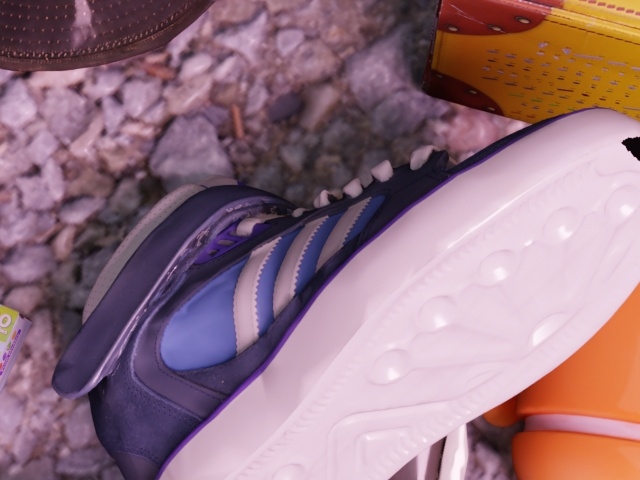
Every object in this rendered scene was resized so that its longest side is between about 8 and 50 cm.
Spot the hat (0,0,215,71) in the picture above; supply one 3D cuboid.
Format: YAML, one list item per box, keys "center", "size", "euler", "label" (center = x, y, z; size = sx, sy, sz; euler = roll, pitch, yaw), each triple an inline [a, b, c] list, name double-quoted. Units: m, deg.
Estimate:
- center: [-0.169, -0.269, 0.771]
  size: [0.331, 0.134, 0.331]
  euler: [0, 91, 6]
  label: "hat"

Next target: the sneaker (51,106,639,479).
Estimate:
- center: [0.000, 0.000, 0.688]
  size: [0.323, 0.130, 0.236]
  euler: [-43, 43, 12]
  label: "sneaker"

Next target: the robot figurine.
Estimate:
- center: [0.172, 0.072, 0.718]
  size: [0.158, 0.128, 0.219]
  euler: [11, 76, 1]
  label: "robot figurine"

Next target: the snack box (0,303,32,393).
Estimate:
- center: [-0.245, 0.091, 0.765]
  size: [0.100, 0.037, 0.141]
  euler: [21, 78, 5]
  label: "snack box"

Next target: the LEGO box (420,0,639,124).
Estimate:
- center: [0.346, -0.216, 0.742]
  size: [0.500, 0.193, 0.372]
  euler: [16, 79, 5]
  label: "LEGO box"

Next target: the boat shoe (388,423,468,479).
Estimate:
- center: [0.057, 0.060, 0.744]
  size: [0.069, 0.081, 0.227]
  euler: [12, 80, 0]
  label: "boat shoe"
